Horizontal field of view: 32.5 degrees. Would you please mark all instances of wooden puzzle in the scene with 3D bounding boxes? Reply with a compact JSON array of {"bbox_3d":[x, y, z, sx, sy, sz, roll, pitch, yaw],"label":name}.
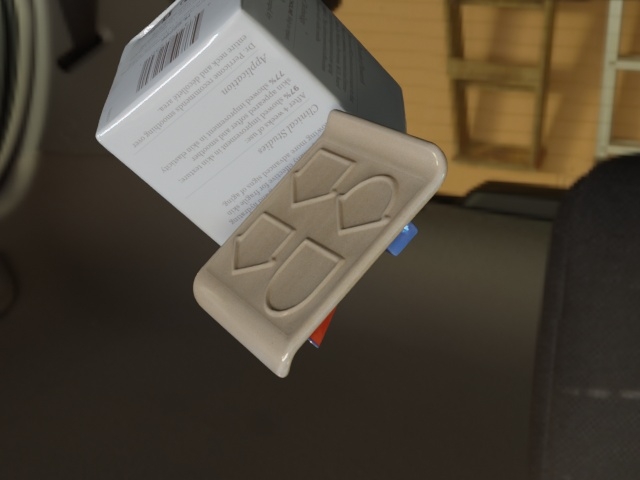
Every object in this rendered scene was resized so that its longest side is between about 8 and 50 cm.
[{"bbox_3d":[0.000,0.000,1.484,0.080,0.348,0.322,40,175,-30],"label":"wooden puzzle"}]

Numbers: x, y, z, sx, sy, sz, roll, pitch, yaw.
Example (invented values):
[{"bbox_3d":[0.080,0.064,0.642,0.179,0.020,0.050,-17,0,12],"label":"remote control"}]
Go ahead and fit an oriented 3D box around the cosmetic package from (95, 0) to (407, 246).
[{"bbox_3d":[-0.100,-0.215,1.816,0.329,0.394,0.327,-36,-152,22],"label":"cosmetic package"}]
